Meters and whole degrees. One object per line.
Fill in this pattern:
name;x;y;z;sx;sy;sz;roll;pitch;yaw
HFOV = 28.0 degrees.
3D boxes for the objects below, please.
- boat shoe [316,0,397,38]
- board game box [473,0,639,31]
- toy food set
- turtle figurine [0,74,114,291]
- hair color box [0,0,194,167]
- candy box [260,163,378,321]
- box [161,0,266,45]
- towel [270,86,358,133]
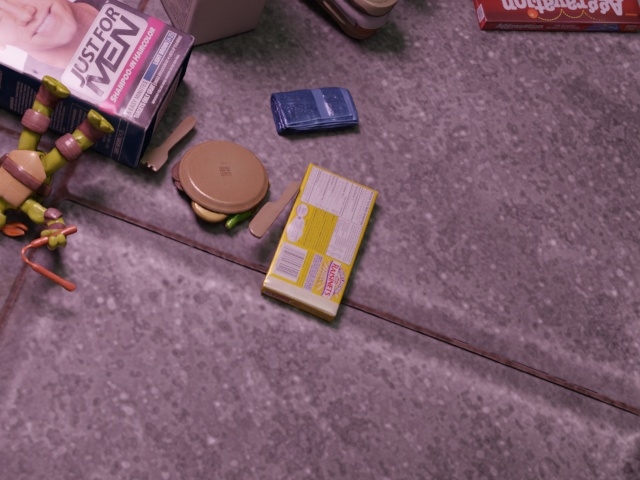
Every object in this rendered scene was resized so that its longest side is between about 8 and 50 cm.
boat shoe;-0.011;-0.423;1.894;0.113;0.103;0.302;-28;74;-32
board game box;0.371;-0.400;2.046;0.281;0.027;0.145;-3;66;-18
toy food set;-0.134;-0.079;1.725;0.192;0.038;0.132;33;52;7
turtle figurine;-0.355;-0.081;1.601;0.269;0.087;0.217;40;92;8
hair color box;-0.362;-0.255;1.700;0.347;0.105;0.174;24;59;-3
candy box;0.000;0.000;1.725;0.105;0.027;0.206;24;60;-7
box;-0.133;-0.416;1.732;0.121;0.311;0.148;-19;71;-25
towel;-0.009;-0.186;1.817;0.119;0.029;0.067;-8;66;-20
